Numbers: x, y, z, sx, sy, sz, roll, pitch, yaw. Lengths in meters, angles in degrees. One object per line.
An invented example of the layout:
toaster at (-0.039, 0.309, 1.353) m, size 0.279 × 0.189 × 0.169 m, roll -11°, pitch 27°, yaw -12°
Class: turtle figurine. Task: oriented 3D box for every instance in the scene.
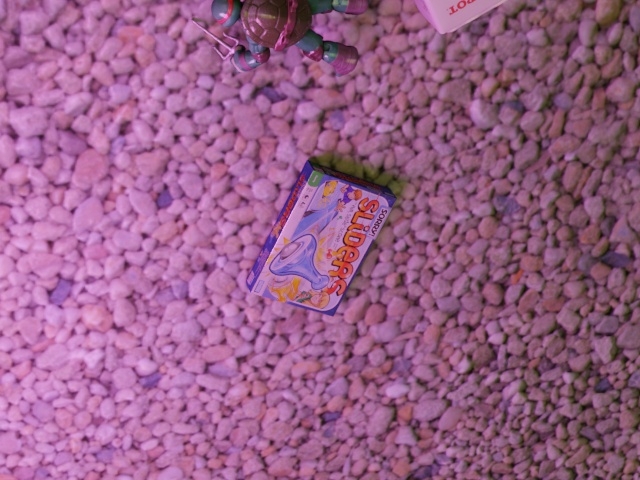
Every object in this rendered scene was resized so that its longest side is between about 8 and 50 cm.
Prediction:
turtle figurine at (-0.059, -0.274, 1.639) m, size 0.234 × 0.118 × 0.175 m, roll 7°, pitch 116°, yaw -28°

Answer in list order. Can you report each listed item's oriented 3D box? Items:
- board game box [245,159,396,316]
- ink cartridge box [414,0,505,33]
board game box at (0.000, 0.000, 1.859) m, size 0.136 × 0.035 × 0.201 m, roll 17°, pitch 112°, yaw -26°
ink cartridge box at (0.162, -0.401, 1.642) m, size 0.172 × 0.100 × 0.237 m, roll -30°, pitch 123°, yaw 0°
